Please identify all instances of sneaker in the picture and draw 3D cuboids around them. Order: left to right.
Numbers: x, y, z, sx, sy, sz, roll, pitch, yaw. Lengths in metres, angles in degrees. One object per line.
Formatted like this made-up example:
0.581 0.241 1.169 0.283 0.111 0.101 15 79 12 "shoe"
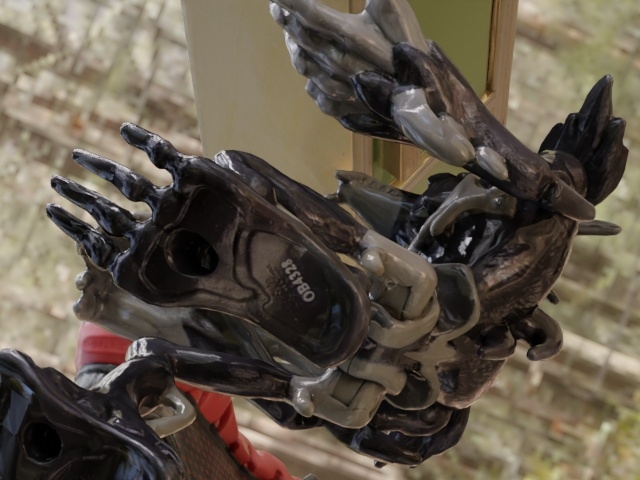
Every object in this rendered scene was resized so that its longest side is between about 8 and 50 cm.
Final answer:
-0.076 0.165 1.113 0.097 0.276 0.135 0 51 33 "sneaker"

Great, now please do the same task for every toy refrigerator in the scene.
0.017 -0.068 0.733 0.102 0.094 0.269 -45 -22 -22 "toy refrigerator"

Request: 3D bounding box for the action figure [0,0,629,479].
0.000 0.000 0.581 0.164 0.141 0.276 -55 -19 20 "action figure"
